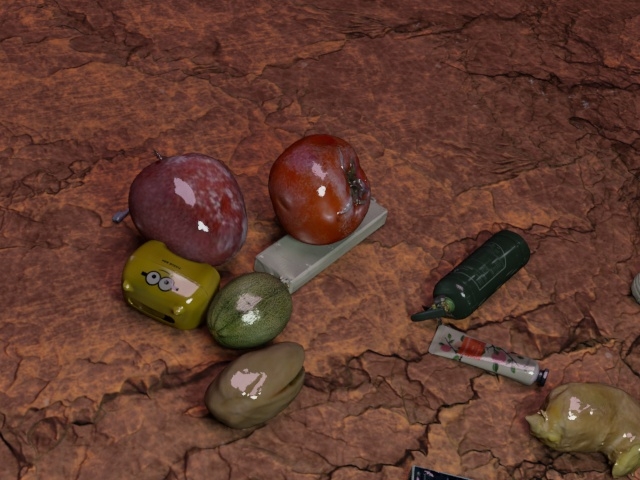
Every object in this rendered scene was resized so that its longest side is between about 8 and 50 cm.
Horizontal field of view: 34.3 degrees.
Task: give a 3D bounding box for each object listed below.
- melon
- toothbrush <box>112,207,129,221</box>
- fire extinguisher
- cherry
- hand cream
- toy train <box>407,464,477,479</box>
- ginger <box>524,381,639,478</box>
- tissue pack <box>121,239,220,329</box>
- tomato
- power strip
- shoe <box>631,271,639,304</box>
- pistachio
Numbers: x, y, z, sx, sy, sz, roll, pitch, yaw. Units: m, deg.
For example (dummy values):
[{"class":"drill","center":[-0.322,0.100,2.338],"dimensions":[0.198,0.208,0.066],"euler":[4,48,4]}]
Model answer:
[{"class":"melon","center":[-0.128,0.131,1.956],"dimensions":[0.139,0.139,0.192],"euler":[39,50,24]},{"class":"toothbrush","center":[-0.388,-0.097,2.216],"dimensions":[0.019,0.013,0.193],"euler":[18,43,17]},{"class":"fire extinguisher","center":[0.313,0.085,2.153],"dimensions":[0.114,0.095,0.311],"euler":[-1,26,43]},{"class":"cherry","center":[-0.265,-0.069,2.074],"dimensions":[0.236,0.213,0.285],"euler":[-24,70,-37]},{"class":"hand cream","center":[0.333,0.231,2.043],"dimensions":[0.234,0.050,0.080],"euler":[19,47,14]},{"class":"toy train","center":[0.255,0.438,1.799],"dimensions":[0.207,0.047,0.043],"euler":[13,44,-2]},{"class":"ginger","center":[0.505,0.336,1.908],"dimensions":[0.267,0.138,0.152],"euler":[19,48,-2]},{"class":"tissue pack","center":[-0.290,0.091,1.964],"dimensions":[0.178,0.123,0.127],"euler":[25,51,12]},{"class":"tomato","center":[-0.010,-0.105,2.120],"dimensions":[0.188,0.232,0.232],"euler":[-15,34,28]},{"class":"power strip","center":[0.000,0.000,2.193],"dimensions":[0.106,0.043,0.367],"euler":[34,46,22]},{"class":"shoe","center":[0.836,0.117,2.163],"dimensions":[0.342,0.210,0.132],"euler":[34,46,20]},{"class":"pistachio","center":[-0.109,0.253,1.849],"dimensions":[0.136,0.136,0.226],"euler":[38,42,23]}]
